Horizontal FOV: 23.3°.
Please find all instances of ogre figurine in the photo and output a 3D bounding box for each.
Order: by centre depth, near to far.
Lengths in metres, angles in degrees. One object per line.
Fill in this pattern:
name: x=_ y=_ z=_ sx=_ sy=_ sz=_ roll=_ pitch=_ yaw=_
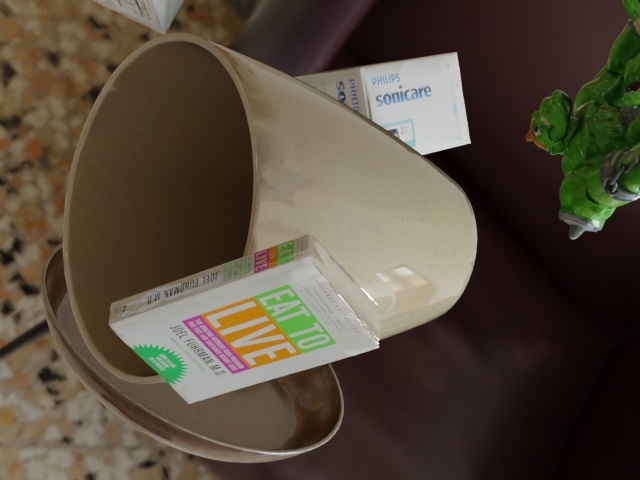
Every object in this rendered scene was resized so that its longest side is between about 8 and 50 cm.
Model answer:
ogre figurine: x=0.200 y=-0.079 z=1.020 sx=0.097 sy=0.118 sz=0.197 roll=12 pitch=49 yaw=-22

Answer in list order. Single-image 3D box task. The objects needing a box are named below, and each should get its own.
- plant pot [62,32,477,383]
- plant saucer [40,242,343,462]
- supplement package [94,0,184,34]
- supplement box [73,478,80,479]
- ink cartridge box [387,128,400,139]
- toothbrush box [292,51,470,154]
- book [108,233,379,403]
plant pot: x=-0.019 y=-0.008 z=1.214 sx=0.274 sy=0.256 sz=0.256 roll=9 pitch=62 yaw=-39
plant saucer: x=-0.124 y=0.106 z=1.442 sx=0.310 sy=0.050 sz=0.310 roll=27 pitch=22 yaw=-12
supplement package: x=-0.273 y=-0.384 z=1.925 sx=0.244 sy=0.134 sz=0.139 roll=26 pitch=79 yaw=9
supplement box: x=-0.147 y=0.310 z=1.327 sx=0.233 sy=0.078 sz=0.080 roll=40 pitch=48 yaw=-4
ink cartridge box: x=0.000 y=0.000 z=1.743 sx=0.223 sy=0.045 sz=0.224 roll=-12 pitch=106 yaw=-4
toothbrush box: x=0.009 y=-0.156 z=1.995 sx=0.216 sy=0.295 sz=0.126 roll=-17 pitch=98 yaw=-51
book: x=-0.048 y=0.050 z=0.988 sx=0.096 sy=0.144 sz=0.035 roll=49 pitch=30 yaw=-42
